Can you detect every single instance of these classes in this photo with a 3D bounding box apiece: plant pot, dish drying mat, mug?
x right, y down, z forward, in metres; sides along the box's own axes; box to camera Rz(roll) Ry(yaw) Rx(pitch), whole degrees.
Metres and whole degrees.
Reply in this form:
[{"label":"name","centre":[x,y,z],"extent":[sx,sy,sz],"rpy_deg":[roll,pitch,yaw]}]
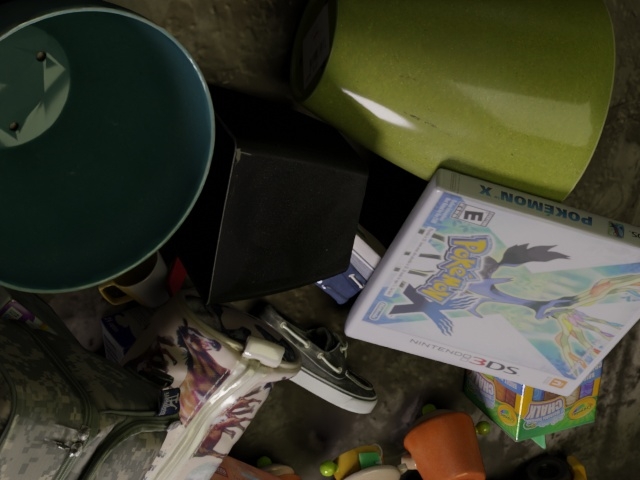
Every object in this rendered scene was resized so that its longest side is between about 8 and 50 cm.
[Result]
[{"label":"plant pot","centre":[-0.275,-0.120,1.664],"extent":[0.290,0.195,0.290],"rpy_deg":[-14,122,-25]},{"label":"plant pot","centre":[-0.054,-0.051,1.828],"extent":[0.167,0.187,0.188],"rpy_deg":[1,114,-21]},{"label":"plant pot","centre":[0.127,-0.185,1.863],"extent":[0.294,0.275,0.274],"rpy_deg":[12,108,-21]},{"label":"dish drying mat","centre":[-0.158,0.030,1.903],"extent":[0.008,0.083,0.032],"rpy_deg":[-2,134,18]},{"label":"mug","centre":[-0.201,0.043,1.898],"extent":[0.064,0.078,0.062],"rpy_deg":[54,48,-48]}]

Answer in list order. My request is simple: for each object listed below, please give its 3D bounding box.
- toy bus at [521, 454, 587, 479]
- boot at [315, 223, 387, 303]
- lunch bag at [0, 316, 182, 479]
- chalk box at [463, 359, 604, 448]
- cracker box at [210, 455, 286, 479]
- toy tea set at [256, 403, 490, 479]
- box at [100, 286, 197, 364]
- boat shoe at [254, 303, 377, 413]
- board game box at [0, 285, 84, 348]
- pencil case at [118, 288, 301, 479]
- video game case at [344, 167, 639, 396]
[{"label":"toy bus","centre":[0.318,0.422,2.323],"extent":[0.220,0.211,0.149],"rpy_deg":[-24,124,-21]},{"label":"boot","centre":[0.000,0.000,1.989],"extent":[0.086,0.069,0.190],"rpy_deg":[-38,120,14]},{"label":"lunch bag","centre":[-0.300,0.235,1.654],"extent":[0.256,0.212,0.305],"rpy_deg":[22,100,-48]},{"label":"chalk box","centre":[0.277,0.171,2.211],"extent":[0.132,0.132,0.213],"rpy_deg":[-10,118,-28]},{"label":"cracker box","centre":[-0.160,0.357,2.034],"extent":[0.156,0.067,0.232],"rpy_deg":[29,116,-39]},{"label":"toy tea set","centre":[0.059,0.290,2.176],"extent":[0.336,0.124,0.200],"rpy_deg":[5,141,-38]},{"label":"box","centre":[-0.171,0.137,1.948],"extent":[0.137,0.072,0.126],"rpy_deg":[-19,124,-23]},{"label":"boat shoe","centre":[0.000,0.145,2.057],"extent":[0.219,0.078,0.070],"rpy_deg":[31,97,-38]},{"label":"board game box","centre":[-0.396,0.165,1.775],"extent":[0.275,0.144,0.142],"rpy_deg":[-46,129,-2]},{"label":"pencil case","centre":[-0.190,0.237,1.832],"extent":[0.160,0.183,0.410],"rpy_deg":[30,102,-34]},{"label":"video game case","centre":[0.217,0.059,1.954],"extent":[0.300,0.036,0.329],"rpy_deg":[16,144,-10]}]
